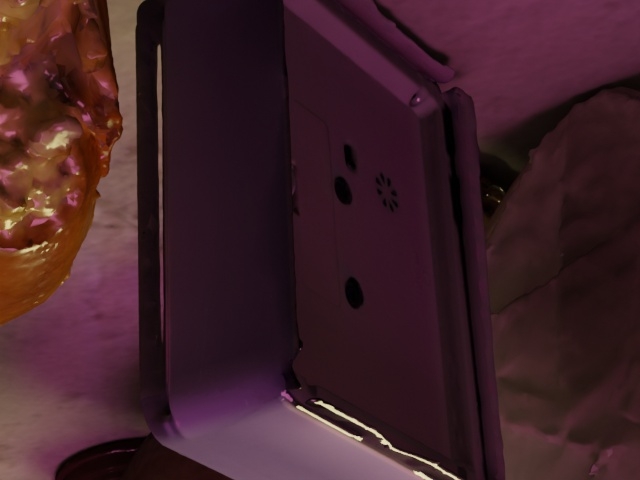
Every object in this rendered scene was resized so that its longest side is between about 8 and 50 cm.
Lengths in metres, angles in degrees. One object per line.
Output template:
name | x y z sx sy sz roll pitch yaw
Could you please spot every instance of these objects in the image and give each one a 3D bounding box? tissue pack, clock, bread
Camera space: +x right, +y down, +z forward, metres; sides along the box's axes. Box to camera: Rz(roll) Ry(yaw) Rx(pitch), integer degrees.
tissue pack | 0.258 0.117 0.890 0.297 0.207 0.380 30 179 45
clock | 0.001 0.000 0.748 0.073 0.193 0.145 -20 147 28
bread | -0.158 -0.060 0.680 0.179 0.133 0.250 4 149 -9

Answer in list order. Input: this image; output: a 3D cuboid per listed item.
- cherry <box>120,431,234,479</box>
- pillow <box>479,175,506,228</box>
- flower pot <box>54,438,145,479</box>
cherry | 0.002 0.180 1.052 0.206 0.239 0.239 -16 149 32
pillow | 0.070 0.029 0.967 0.126 0.043 0.232 -27 142 25
flower pot | -0.099 0.178 1.149 0.111 0.089 0.111 -4 151 -2
